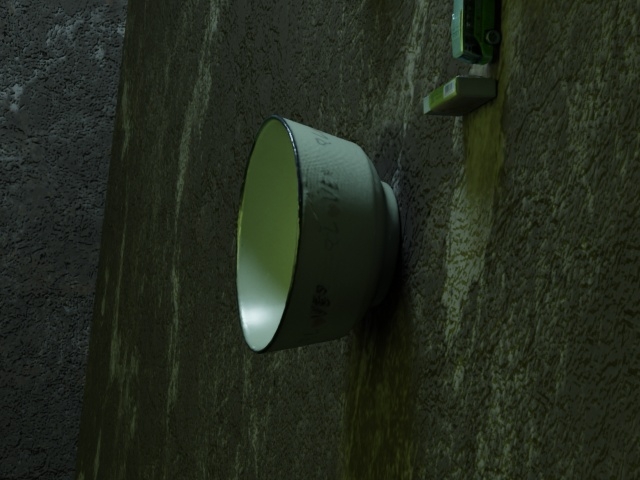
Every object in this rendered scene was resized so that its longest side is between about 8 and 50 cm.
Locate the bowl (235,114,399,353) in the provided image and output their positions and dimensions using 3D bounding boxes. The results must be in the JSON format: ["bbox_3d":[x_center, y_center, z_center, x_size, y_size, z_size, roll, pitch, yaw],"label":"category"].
[{"bbox_3d":[0.000,0.000,1.671,0.238,0.126,0.238,-174,90,-74],"label":"bowl"}]

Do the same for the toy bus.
[{"bbox_3d":[0.132,-0.193,1.437,0.031,0.037,0.083,162,112,-73],"label":"toy bus"}]

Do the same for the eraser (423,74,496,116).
[{"bbox_3d":[0.119,-0.124,1.457,0.083,0.038,0.019,150,118,-72],"label":"eraser"}]
